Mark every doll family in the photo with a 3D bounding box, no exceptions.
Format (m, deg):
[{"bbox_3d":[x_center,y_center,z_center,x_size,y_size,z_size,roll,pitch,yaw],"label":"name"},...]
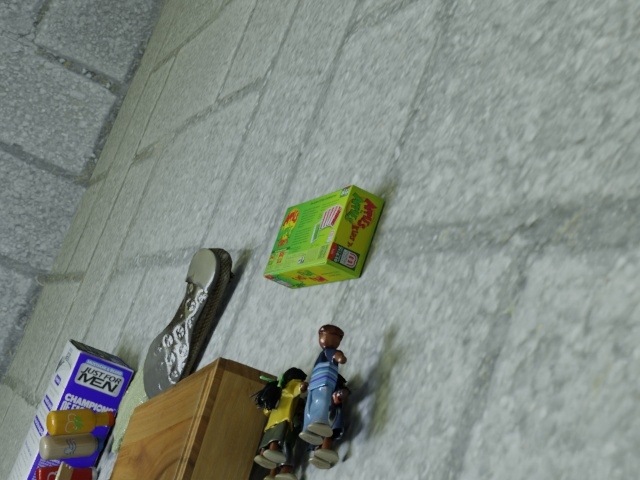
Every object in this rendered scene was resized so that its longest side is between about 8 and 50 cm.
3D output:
[{"bbox_3d":[-0.013,0.156,0.998,0.193,0.076,0.111,-34,32,47],"label":"doll family"}]

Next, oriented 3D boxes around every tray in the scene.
[{"bbox_3d":[-0.177,0.273,1.214,0.411,0.076,0.202,-35,36,62],"label":"tray"}]

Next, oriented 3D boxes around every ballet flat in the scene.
[{"bbox_3d":[-0.185,0.123,1.500,0.084,0.058,0.249,32,104,35],"label":"ballet flat"}]

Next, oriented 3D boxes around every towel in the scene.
[{"bbox_3d":[-0.288,0.254,1.638,0.148,0.027,0.110,-56,23,24],"label":"towel"}]

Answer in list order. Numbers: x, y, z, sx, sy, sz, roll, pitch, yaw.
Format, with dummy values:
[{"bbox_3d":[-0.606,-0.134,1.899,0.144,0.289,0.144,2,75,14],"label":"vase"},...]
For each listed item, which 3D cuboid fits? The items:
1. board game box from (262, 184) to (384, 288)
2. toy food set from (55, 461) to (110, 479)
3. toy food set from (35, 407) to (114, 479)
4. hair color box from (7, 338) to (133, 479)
[{"bbox_3d":[0.000,0.000,1.178,0.181,0.043,0.092,-14,53,65],"label":"board game box"},{"bbox_3d":[-0.299,0.379,1.387,0.039,0.192,0.132,2,62,20],"label":"toy food set"},{"bbox_3d":[-0.384,0.387,1.662,0.111,0.105,0.232,-26,68,55],"label":"toy food set"},{"bbox_3d":[-0.448,0.352,1.813,0.338,0.110,0.185,-69,19,-6],"label":"hair color box"}]
